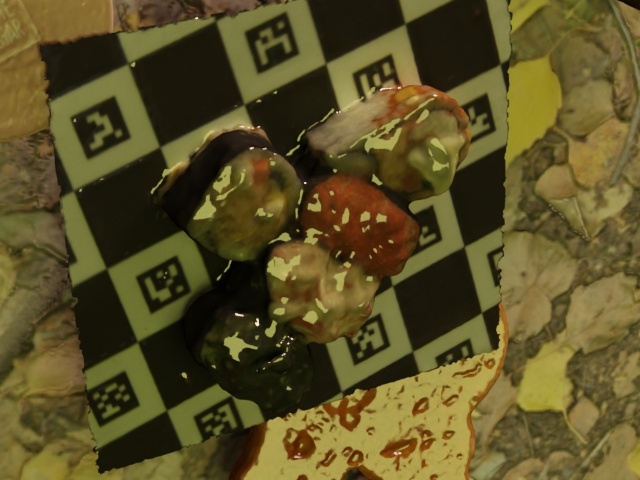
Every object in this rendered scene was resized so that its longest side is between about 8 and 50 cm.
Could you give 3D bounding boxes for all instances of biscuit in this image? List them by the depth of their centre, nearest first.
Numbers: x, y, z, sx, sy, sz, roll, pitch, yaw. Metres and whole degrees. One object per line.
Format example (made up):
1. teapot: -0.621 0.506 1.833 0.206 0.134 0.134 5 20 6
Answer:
1. biscuit: 0.043 0.093 1.259 0.202 0.047 0.334 7 99 -14

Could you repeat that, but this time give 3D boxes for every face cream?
1. face cream: -0.213 -0.145 1.009 0.149 0.104 0.149 -12 118 -23

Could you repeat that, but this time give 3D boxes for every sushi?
1. sushi: 0.000 0.000 1.092 0.339 0.069 0.320 -14 121 -24

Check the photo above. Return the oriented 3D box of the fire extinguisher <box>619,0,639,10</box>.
1. fire extinguisher: 0.160 -0.226 1.194 0.231 0.071 0.099 15 133 -31

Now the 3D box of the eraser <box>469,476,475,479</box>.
1. eraser: 0.080 0.339 1.397 0.210 0.092 0.274 38 92 -31
